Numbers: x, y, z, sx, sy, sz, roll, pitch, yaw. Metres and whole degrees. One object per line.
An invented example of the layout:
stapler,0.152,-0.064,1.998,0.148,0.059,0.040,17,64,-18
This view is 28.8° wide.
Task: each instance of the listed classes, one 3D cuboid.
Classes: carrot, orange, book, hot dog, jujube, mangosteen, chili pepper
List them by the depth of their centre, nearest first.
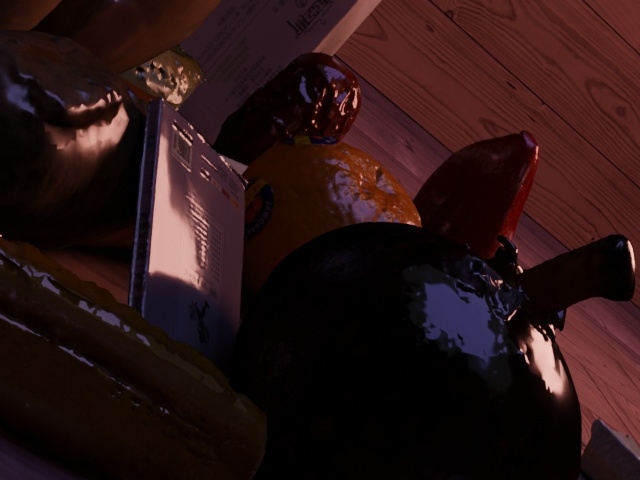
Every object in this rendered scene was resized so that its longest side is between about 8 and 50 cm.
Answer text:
hot dog,-0.149,0.045,0.618,0.289,0.083,0.068,37,-6,-23
mangosteen,0.075,0.075,0.752,0.235,0.261,0.235,50,8,-10
book,-0.079,0.018,0.769,0.127,0.014,0.181,46,41,-57
carrot,-0.161,-0.055,0.807,0.139,0.139,0.302,46,5,16
orange,0.002,-0.001,1.047,0.177,0.155,0.177,32,16,-10
jujube,-0.037,-0.111,1.246,0.109,0.176,0.112,37,6,-40
chili pepper,0.190,-0.042,1.574,0.136,0.252,0.144,19,27,-17

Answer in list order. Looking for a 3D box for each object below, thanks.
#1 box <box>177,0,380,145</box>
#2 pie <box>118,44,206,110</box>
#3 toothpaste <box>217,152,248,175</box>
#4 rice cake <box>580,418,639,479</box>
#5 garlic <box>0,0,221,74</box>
box,-0.084,-0.252,1.394,0.194,0.260,0.111,45,8,5
pie,-0.241,-0.215,1.148,0.288,0.103,0.354,43,12,-9
toothpaste,-0.091,-0.049,1.130,0.314,0.058,0.056,26,35,-50
rice cake,0.367,0.294,1.381,0.063,0.069,0.206,23,20,-52
garlic,-0.221,-0.211,0.842,0.313,0.249,0.286,22,-9,21
